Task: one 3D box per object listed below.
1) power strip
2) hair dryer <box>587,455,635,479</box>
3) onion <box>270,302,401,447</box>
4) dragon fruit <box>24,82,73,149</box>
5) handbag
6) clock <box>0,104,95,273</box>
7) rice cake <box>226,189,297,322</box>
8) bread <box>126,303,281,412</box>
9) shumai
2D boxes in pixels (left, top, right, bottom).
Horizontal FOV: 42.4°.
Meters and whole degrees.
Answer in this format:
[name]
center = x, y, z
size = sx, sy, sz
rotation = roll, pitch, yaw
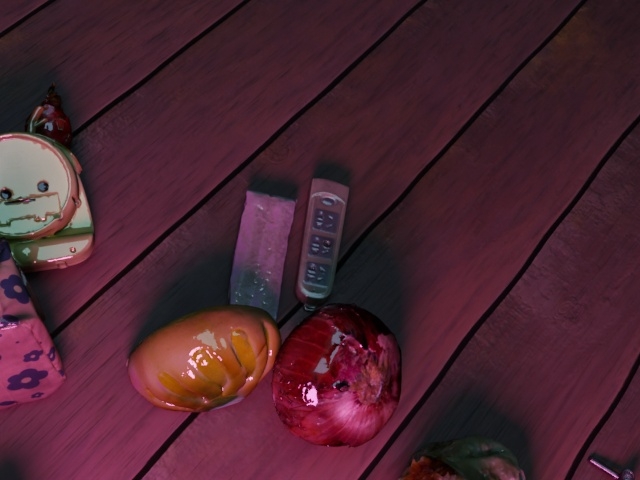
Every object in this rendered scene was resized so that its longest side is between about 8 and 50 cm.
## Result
[power strip]
center = -0.001, 0.002, 1.601
size = 0.080, 0.048, 0.286
rotation = 12, 62, -4
[hair dryer]
center = 0.522, 0.414, 1.487
size = 0.083, 0.047, 0.026
rotation = 33, 60, 24
[onion]
center = 0.021, 0.224, 1.401
size = 0.252, 0.252, 0.219
rotation = -31, 28, -24
[dragon fruit]
center = -0.531, -0.238, 1.604
size = 0.094, 0.094, 0.191
rotation = -5, 60, -13
[handbag]
center = -0.529, 0.138, 1.318
size = 0.190, 0.252, 0.193
rotation = -15, 56, -9
[clock]
center = -0.542, -0.095, 1.479
size = 0.234, 0.096, 0.308
rotation = -10, 81, -13
[rice cake]
center = -0.115, 0.037, 1.556
size = 0.106, 0.050, 0.298
rotation = 11, 61, -5
[bread]
center = -0.207, 0.201, 1.387
size = 0.260, 0.156, 0.158
rotation = -28, 68, 16
[shumai]
center = 0.243, 0.414, 1.332
size = 0.260, 0.222, 0.225
rotation = -27, 68, -27
